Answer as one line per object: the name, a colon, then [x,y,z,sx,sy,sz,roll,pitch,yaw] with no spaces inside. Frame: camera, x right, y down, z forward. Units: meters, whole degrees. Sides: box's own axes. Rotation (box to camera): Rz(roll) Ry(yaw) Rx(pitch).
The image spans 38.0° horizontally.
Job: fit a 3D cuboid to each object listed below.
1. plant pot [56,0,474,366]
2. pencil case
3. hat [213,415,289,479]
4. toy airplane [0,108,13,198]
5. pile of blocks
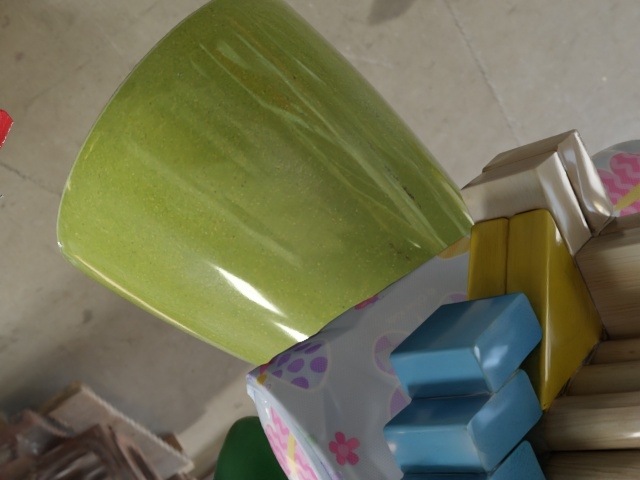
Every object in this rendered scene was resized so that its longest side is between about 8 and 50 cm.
plant pot: [0.000,0.000,0.726,0.275,0.293,0.275,-49,167,-15]
pencil case: [0.097,0.056,0.495,0.273,0.124,0.113,-30,175,-15]
hat: [-0.062,0.195,0.991,0.173,0.183,0.208,-2,178,-41]
toy airplane: [-0.319,-0.063,0.769,0.151,0.151,0.028,-47,163,14]
pile of blocks: [0.096,0.120,0.321,0.149,0.362,0.113,14,160,-39]
